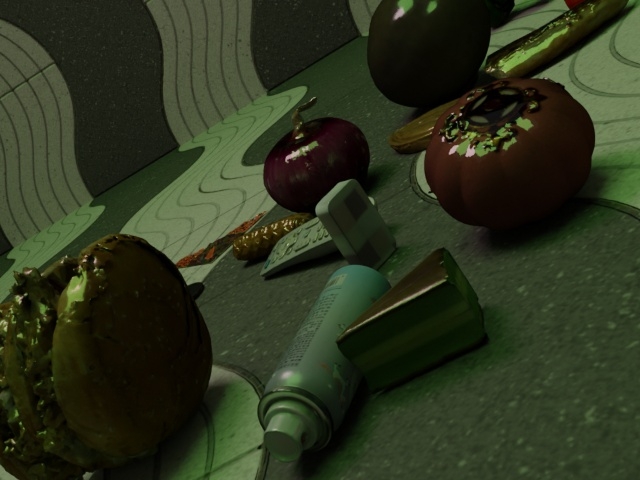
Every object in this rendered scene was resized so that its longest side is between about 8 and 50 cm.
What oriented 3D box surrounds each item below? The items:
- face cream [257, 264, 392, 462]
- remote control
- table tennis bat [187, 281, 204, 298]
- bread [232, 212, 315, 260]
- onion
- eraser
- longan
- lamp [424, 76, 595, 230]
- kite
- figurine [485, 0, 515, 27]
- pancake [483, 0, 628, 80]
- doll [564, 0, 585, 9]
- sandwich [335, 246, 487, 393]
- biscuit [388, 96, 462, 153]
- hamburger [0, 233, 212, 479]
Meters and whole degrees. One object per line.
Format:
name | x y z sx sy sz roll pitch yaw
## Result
face cream | 0.005 0.111 0.780 0.075 0.075 0.229 -22 20 32
remote control | 0.000 0.000 1.167 0.229 0.044 0.073 -27 31 45
table tennis bat | -0.249 0.113 1.346 0.158 0.014 0.095 -40 19 -29
bread | -0.072 -0.005 1.302 0.157 0.044 0.052 -19 16 37
onion | -0.009 -0.122 1.349 0.177 0.153 0.177 -45 26 29
eraser | 0.043 -0.016 1.014 0.026 0.105 0.065 -13 26 49
longan | 0.191 -0.352 1.515 0.248 0.248 0.248 -30 17 10
lamp | 0.200 -0.086 0.899 0.182 0.140 0.182 -21 37 17
kite | -0.189 0.018 1.525 0.222 0.008 0.125 -31 19 8
figurine | 0.324 -0.533 1.895 0.370 0.167 0.281 -7 34 39
pancake | 0.376 -0.335 1.455 0.266 0.057 0.244 -33 7 -15
doll | 0.603 -0.514 1.457 0.384 0.099 0.188 -20 20 47
sandwich | 0.079 0.071 0.758 0.116 0.074 0.074 -29 19 14
biscuit | 0.191 -0.191 1.383 0.220 0.029 0.142 -13 25 48
hamburger | -0.247 0.127 0.892 0.211 0.260 0.245 -21 39 22
